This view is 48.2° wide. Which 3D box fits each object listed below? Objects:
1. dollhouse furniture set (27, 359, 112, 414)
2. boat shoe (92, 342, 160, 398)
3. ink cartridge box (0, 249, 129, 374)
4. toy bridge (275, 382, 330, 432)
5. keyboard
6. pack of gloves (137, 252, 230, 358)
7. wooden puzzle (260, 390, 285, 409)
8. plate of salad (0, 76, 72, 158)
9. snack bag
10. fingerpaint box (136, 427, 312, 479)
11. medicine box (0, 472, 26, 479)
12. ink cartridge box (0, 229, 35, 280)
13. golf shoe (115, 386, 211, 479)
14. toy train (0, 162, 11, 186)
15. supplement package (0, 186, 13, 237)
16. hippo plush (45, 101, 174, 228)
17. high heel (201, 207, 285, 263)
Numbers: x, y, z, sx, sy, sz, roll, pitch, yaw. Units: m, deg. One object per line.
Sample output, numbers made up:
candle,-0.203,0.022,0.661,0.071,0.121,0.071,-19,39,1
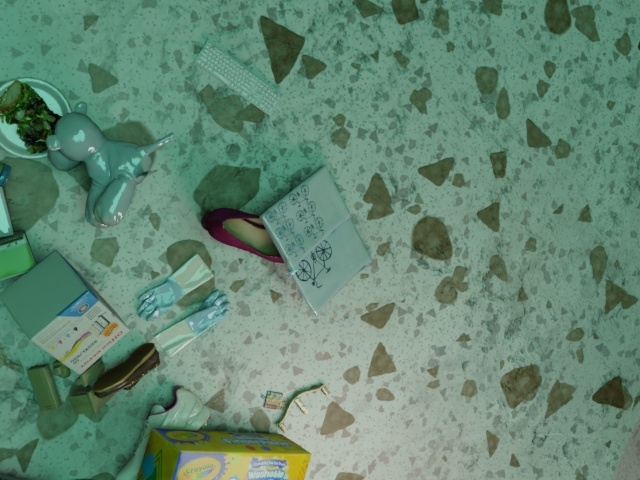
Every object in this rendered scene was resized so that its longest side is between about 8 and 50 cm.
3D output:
dollhouse furniture set,-0.643,0.367,1.863,0.151,0.123,0.144,-12,102,14
boat shoe,-0.499,0.353,1.869,0.207,0.073,0.073,-37,127,-42
ink cartridge box,-0.611,0.178,1.726,0.171,0.168,0.233,-42,150,-13
toy bridge,-0.061,0.489,2.126,0.188,0.026,0.063,-38,106,-16
keyboard,-0.222,-0.445,1.972,0.256,0.014,0.072,33,82,-22
pack of gloves,-0.368,0.182,1.954,0.232,0.046,0.195,-38,109,-16
wooden puzzle,-0.137,0.470,2.102,0.083,0.006,0.049,15,89,-24
plate of salad,-0.711,-0.300,1.757,0.199,0.048,0.200,-2,96,-24
snack bag,0.000,0.000,2.028,0.323,0.037,0.343,-41,112,-43
fingerpaint box,-0.276,0.711,1.911,0.444,0.163,0.371,18,89,-41
medicine box,-0.813,0.731,1.731,0.263,0.149,0.290,19,88,-10
ink cartridge box,-0.766,0.054,1.654,0.188,0.255,0.097,-19,102,-20
golf shoe,-0.444,0.525,1.930,0.306,0.115,0.140,-42,101,-23
toy train,-0.796,-0.092,1.561,0.143,0.105,0.248,30,83,-36
supplement package,-0.849,-0.121,1.662,0.203,0.145,0.262,-14,101,-21
hippo plush,-0.548,-0.180,1.714,0.236,0.294,0.234,33,61,-23
high heel,-0.136,-0.002,1.960,0.377,0.181,0.127,10,91,-24
